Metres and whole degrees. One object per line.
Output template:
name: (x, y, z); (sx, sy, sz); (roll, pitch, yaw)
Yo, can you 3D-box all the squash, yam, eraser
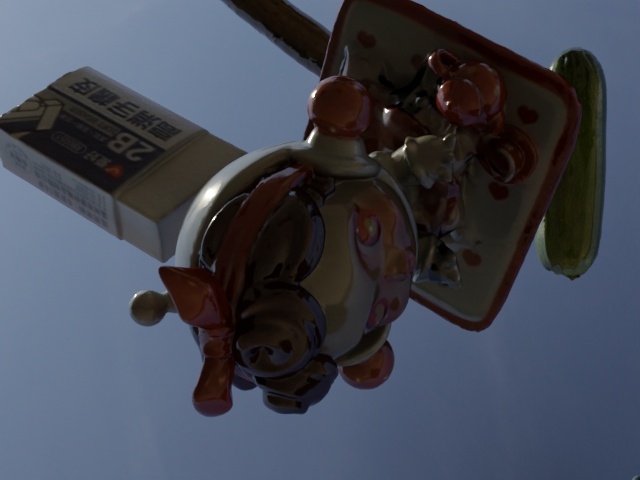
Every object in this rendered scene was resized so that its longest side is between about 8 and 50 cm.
squash: (0.254, -0.078, 1.102); (0.069, 0.069, 0.239); (3, -98, 17)
yam: (-0.031, -0.209, 1.077); (0.264, 0.046, 0.046); (41, -93, 20)
eraser: (-0.180, -0.074, 0.998); (0.210, 0.068, 0.124); (29, -131, 26)

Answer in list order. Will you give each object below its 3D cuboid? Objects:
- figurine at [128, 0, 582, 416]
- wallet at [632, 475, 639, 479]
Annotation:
figurine: (0.000, 0.000, 0.569); (0.160, 0.184, 0.226); (31, -141, 19)
wallet: (0.277, 0.274, 0.945); (0.026, 0.129, 0.088); (-7, -72, 30)
